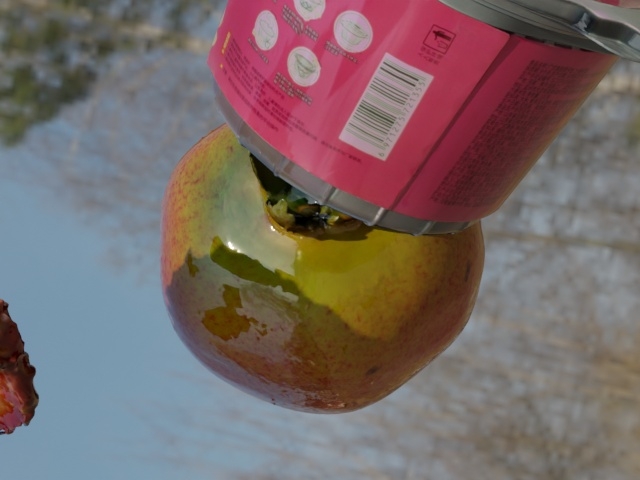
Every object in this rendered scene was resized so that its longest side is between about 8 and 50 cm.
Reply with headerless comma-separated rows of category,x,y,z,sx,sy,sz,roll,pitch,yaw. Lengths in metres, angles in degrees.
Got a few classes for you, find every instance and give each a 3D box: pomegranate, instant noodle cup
pomegranate,0.000,0.000,1.228,0.256,0.221,0.221,77,-152,-68
instant noodle cup,0.051,-0.120,1.025,0.258,0.302,0.181,7,-54,-36

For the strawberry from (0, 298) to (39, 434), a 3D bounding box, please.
strawberry,-0.237,0.023,0.993,0.167,0.208,0.087,-37,20,47
